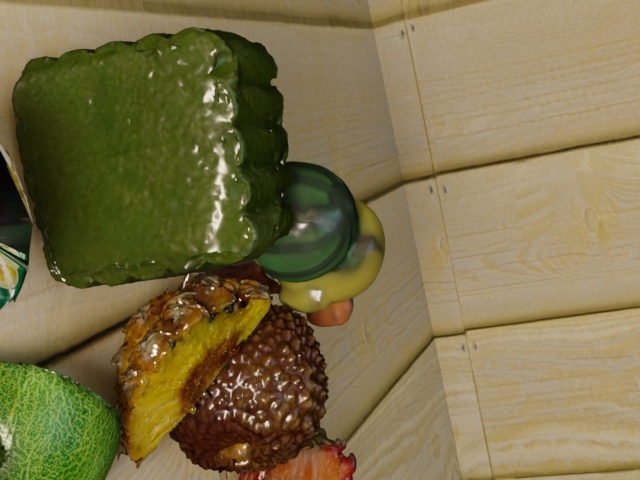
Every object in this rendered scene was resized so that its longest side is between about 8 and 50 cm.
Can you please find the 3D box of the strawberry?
[{"bbox_3d":[-0.052,0.473,1.747,0.253,0.150,0.280,-17,100,-49],"label":"strawberry"}]

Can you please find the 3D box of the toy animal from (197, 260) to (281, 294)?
[{"bbox_3d":[-0.143,-0.035,1.711,0.169,0.195,0.281,12,69,-25],"label":"toy animal"}]

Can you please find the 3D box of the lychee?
[{"bbox_3d":[-0.112,0.221,1.517,0.267,0.267,0.268,-9,90,-69],"label":"lychee"}]

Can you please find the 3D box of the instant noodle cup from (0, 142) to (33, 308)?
[{"bbox_3d":[-0.418,-0.009,0.928,0.240,0.178,0.240,-9,90,-69],"label":"instant noodle cup"}]

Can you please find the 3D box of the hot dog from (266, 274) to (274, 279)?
[{"bbox_3d":[-0.133,0.078,1.807,0.078,0.061,0.169,40,58,-14],"label":"hot dog"}]

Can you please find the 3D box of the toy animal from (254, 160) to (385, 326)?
[{"bbox_3d":[0.002,-0.001,1.551,0.338,0.191,0.216,56,32,-61],"label":"toy animal"}]

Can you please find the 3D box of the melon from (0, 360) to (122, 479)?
[{"bbox_3d":[-0.323,0.262,1.142,0.265,0.129,0.169,58,33,-47],"label":"melon"}]

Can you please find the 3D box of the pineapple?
[{"bbox_3d":[-0.214,0.128,1.361,0.158,0.334,0.161,43,-1,37],"label":"pineapple"}]

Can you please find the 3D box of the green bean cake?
[{"bbox_3d":[-0.218,-0.115,1.318,0.218,0.319,0.335,-12,97,-72],"label":"green bean cake"}]
